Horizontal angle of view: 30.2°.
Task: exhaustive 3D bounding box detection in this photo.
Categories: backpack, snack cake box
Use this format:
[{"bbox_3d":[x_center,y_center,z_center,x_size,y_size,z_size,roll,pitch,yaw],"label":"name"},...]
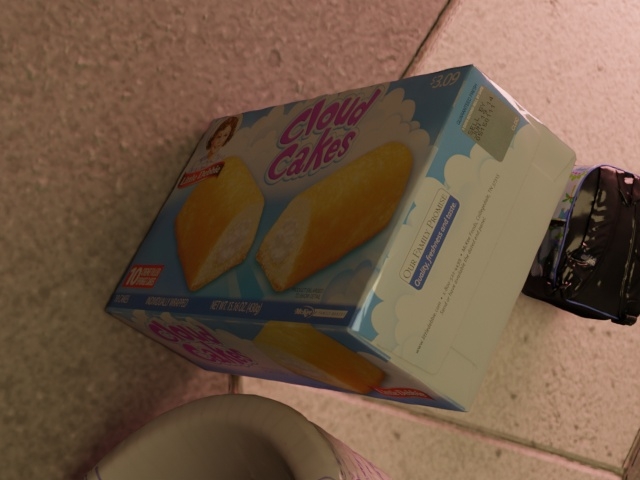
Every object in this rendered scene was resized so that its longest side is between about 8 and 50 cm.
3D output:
[{"bbox_3d":[0.203,-0.002,0.923,0.105,0.084,0.114,19,83,-33],"label":"backpack"},{"bbox_3d":[0.000,0.000,0.674,0.089,0.264,0.152,35,70,-29],"label":"snack cake box"}]

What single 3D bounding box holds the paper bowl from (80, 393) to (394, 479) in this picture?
[{"bbox_3d":[-0.051,0.236,0.623,0.148,0.284,0.284,39,68,-30],"label":"paper bowl"}]
